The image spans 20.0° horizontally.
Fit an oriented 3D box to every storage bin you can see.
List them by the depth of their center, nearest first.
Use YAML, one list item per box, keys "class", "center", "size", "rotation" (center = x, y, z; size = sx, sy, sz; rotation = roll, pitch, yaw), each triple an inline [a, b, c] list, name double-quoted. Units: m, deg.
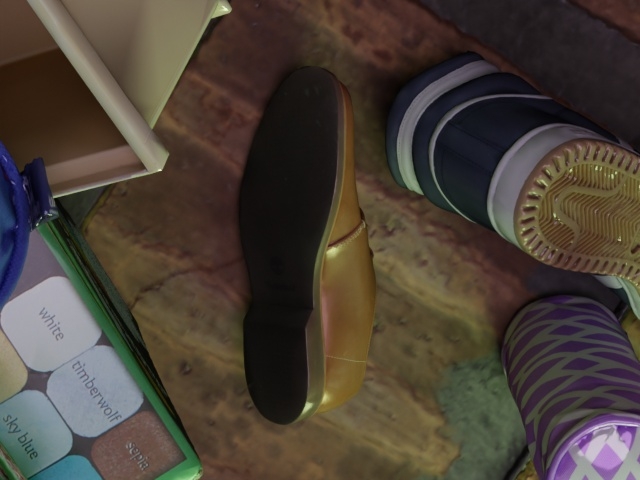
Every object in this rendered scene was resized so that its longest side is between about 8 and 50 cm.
- class: "storage bin"
  center: [-0.220, -0.140, 0.811]
  size: [0.260, 0.123, 0.262]
  rotation: [-12, 127, 31]

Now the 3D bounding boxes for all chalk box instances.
- class: "chalk box"
  center: [-0.188, 0.071, 0.928]
  size: [0.179, 0.289, 0.180]
  rotation: [-31, 110, -4]

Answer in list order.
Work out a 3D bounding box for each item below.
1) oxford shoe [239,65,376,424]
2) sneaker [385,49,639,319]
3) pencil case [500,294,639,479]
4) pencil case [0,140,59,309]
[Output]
- class: "oxford shoe"
  center: [0.000, 0.000, 1.084]
  size: [0.076, 0.076, 0.212]
  rotation: [-8, 108, -43]
- class: "sneaker"
  center: [0.152, -0.029, 1.098]
  size: [0.282, 0.153, 0.099]
  rotation: [23, 98, -50]
- class: "pencil case"
  center: [0.157, 0.104, 1.075]
  size: [0.086, 0.206, 0.088]
  rotation: [3, 108, -1]
- class: "pencil case"
  center: [-0.270, -0.003, 0.792]
  size: [0.119, 0.306, 0.133]
  rotation: [36, 54, -51]
